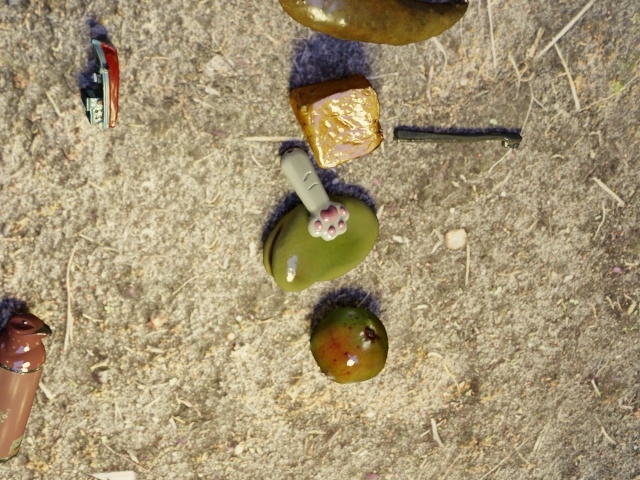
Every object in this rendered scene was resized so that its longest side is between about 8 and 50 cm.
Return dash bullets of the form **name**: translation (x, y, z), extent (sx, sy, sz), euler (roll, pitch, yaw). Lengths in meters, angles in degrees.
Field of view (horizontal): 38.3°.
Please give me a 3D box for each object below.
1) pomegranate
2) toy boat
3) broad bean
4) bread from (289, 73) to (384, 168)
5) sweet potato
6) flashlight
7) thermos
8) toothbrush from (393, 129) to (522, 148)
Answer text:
- **pomegranate**: translation (0.052, 0.241, 2.054), extent (0.180, 0.180, 0.210), euler (15, 149, -24)
- **toy boat**: translation (-0.397, -0.282, 1.658), extent (0.059, 0.069, 0.173), euler (-6, 125, -24)
- **broad bean**: translation (0.000, 0.000, 1.931), extent (0.263, 0.121, 0.189), euler (-25, 118, -21)
- **bread**: translation (0.035, -0.238, 1.778), extent (0.158, 0.149, 0.143), euler (-19, 119, -7)
- **sweet potato**: translation (0.096, -0.430, 1.709), extent (0.423, 0.130, 0.130), euler (4, 117, -28)
- **flashlight**: translation (-0.014, -0.096, 1.847), extent (0.093, 0.047, 0.200), euler (-30, 92, -23)
- **thermos**: translation (-0.641, 0.283, 1.886), extent (0.109, 0.136, 0.330), euler (-4, 123, -48)
- **toothbrush**: translation (0.290, -0.214, 1.941), extent (0.297, 0.030, 0.030), euler (0, 128, -18)
